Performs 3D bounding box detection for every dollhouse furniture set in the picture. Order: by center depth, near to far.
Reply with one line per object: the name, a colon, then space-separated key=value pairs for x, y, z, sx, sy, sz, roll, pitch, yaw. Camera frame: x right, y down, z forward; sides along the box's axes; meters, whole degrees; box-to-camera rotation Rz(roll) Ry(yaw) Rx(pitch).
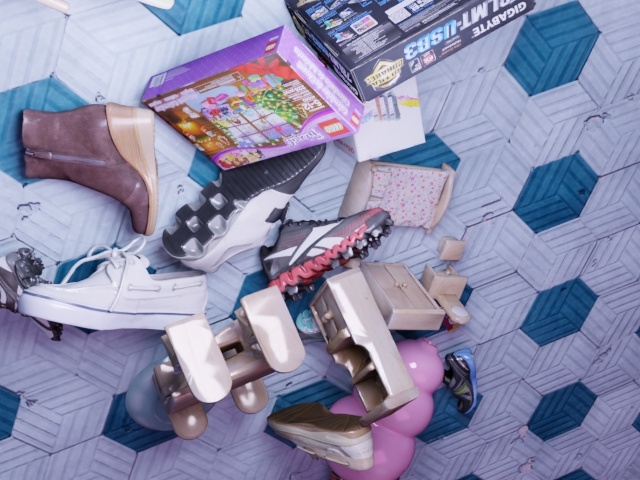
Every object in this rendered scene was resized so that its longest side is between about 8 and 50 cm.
dollhouse furniture set: x=-0.070 y=0.248 z=1.751 sx=0.394 sy=0.256 sz=0.362 roll=-20 pitch=165 yaw=-20
dollhouse furniture set: x=0.206 y=-0.023 z=1.854 sx=0.303 sy=0.174 sz=0.355 roll=3 pitch=121 yaw=-27

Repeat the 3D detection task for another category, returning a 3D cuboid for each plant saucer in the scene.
plant saucer: x=-0.283 y=0.311 z=1.946 sx=0.195 sy=0.037 sz=0.195 roll=-12 pitch=127 yaw=-16

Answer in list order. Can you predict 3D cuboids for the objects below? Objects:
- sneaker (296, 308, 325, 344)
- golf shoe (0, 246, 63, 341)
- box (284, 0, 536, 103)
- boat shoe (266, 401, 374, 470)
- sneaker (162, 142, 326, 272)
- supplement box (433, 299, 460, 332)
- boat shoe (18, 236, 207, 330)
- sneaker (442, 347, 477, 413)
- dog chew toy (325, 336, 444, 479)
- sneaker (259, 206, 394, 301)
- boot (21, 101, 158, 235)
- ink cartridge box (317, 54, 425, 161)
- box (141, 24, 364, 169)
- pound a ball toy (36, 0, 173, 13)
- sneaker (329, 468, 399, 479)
sneaker: x=0.026 y=0.169 z=1.986 sx=0.166 sy=0.065 sz=0.076 roll=-5 pitch=140 yaw=-17
golf shoe: x=-0.501 y=0.097 z=1.689 sx=0.094 sy=0.077 sz=0.198 roll=-12 pitch=126 yaw=5
box: x=0.125 y=-0.363 z=1.507 sx=0.295 sy=0.293 sz=0.073 roll=-31 pitch=129 yaw=-3
boat shoe: x=-0.003 y=0.392 z=1.967 sx=0.109 sy=0.302 sz=0.098 roll=-21 pitch=102 yaw=-36
sneaker: x=-0.115 y=-0.070 z=1.728 sx=0.330 sy=0.122 sz=0.146 roll=-39 pitch=147 yaw=3
supplement box: x=0.268 y=0.145 z=2.079 sx=0.055 sy=0.043 sz=0.083 roll=-36 pitch=129 yaw=4
boat shoe: x=-0.333 y=0.067 z=1.679 sx=0.367 sy=0.136 sz=0.156 roll=8 pitch=93 yaw=-44
sneaker: x=0.309 y=0.311 z=2.209 sx=0.078 sy=0.067 sz=0.188 roll=-7 pitch=129 yaw=6
dog chew toy: x=0.140 y=0.349 z=2.070 sx=0.206 sy=0.206 sz=0.332 roll=24 pitch=102 yaw=-35
sneaker: x=0.000 y=0.000 z=1.788 sx=0.276 sy=0.135 sz=0.097 roll=-32 pitch=164 yaw=22
boot: x=-0.369 y=-0.111 z=1.608 sx=0.207 sy=0.090 sz=0.248 roll=-3 pitch=126 yaw=-8
ink cartridge box: x=0.084 y=-0.240 z=1.654 sx=0.127 sy=0.128 sz=0.176 roll=-17 pitch=114 yaw=-14
box: x=-0.106 y=-0.212 z=1.542 sx=0.293 sy=0.057 sz=0.201 roll=-12 pitch=142 yaw=39
pound a ball toy: x=-0.346 y=-0.426 z=1.377 sx=0.319 sy=0.136 sz=0.208 roll=13 pitch=141 yaw=-31
sneaker: x=0.042 y=0.575 z=2.243 sx=0.270 sy=0.090 sz=0.145 roll=-41 pitch=128 yaw=1
